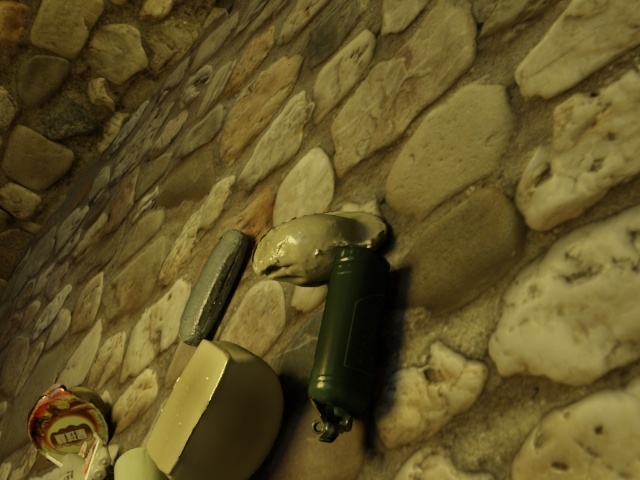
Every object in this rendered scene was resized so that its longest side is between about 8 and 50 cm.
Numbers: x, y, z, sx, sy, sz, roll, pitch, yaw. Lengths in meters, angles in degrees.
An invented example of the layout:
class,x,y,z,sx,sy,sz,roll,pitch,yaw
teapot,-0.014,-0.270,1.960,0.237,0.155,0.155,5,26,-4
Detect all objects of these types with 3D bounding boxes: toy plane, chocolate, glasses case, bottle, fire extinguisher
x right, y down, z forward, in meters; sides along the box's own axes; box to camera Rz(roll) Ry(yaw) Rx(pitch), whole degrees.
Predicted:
class,x,y,z,sx,sy,sz,roll,pitch,yaw
toy plane,-0.560,0.562,1.612,0.252,0.118,0.252,-34,41,36
chocolate,-0.621,0.438,1.766,0.221,0.221,0.147,-52,16,14
glasses case,-0.243,0.103,1.584,0.109,0.067,0.282,1,67,61
bottle,-0.332,0.509,1.317,0.104,0.104,0.245,-52,29,13
fire extinguisher,0.040,0.160,1.057,0.095,0.114,0.311,6,61,10

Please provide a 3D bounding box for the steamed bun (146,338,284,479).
class,x,y,z,sx,sy,sz,roll,pitch,yaw
steamed bun,-0.163,0.300,1.182,0.146,0.164,0.241,18,78,59

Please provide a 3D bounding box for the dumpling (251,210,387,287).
class,x,y,z,sx,sy,sz,roll,pitch,yaw
dumpling,0.000,0.000,1.243,0.247,0.142,0.172,-9,39,13

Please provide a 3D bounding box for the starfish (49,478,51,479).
class,x,y,z,sx,sy,sz,roll,pitch,yaw
starfish,-0.660,0.651,1.758,0.130,0.041,0.133,-46,37,39
